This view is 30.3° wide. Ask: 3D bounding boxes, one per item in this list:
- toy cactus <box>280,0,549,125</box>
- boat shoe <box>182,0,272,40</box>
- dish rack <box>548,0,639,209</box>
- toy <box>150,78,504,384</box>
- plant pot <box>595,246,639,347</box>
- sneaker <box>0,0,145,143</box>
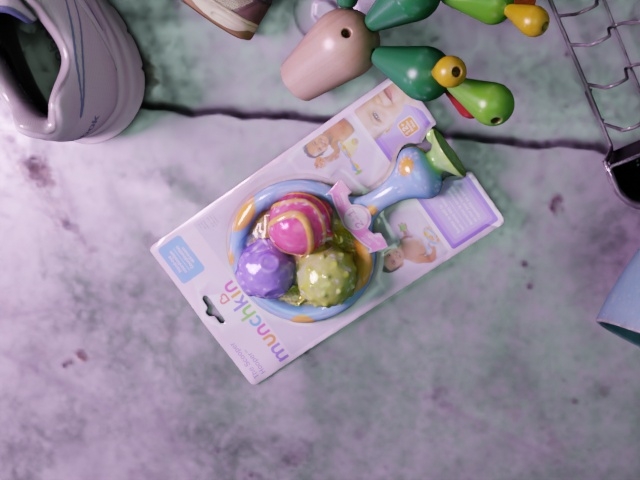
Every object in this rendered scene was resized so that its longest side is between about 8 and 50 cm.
[{"bbox_3d":[0.047,-0.162,0.814,0.180,0.112,0.219,-33,95,34],"label":"toy cactus"},{"bbox_3d":[-0.100,-0.203,0.837,0.152,0.056,0.049,35,99,-13],"label":"boat shoe"},{"bbox_3d":[0.249,-0.180,0.798,0.208,0.074,0.271,-23,100,9],"label":"dish rack"},{"bbox_3d":[0.000,0.000,0.871,0.237,0.056,0.137,-35,97,12],"label":"toy"},{"bbox_3d":[0.339,0.021,0.708,0.290,0.290,0.195,24,89,-1],"label":"plant pot"},{"bbox_3d":[-0.219,-0.200,0.807,0.111,0.129,0.297,-28,98,13],"label":"sneaker"}]
